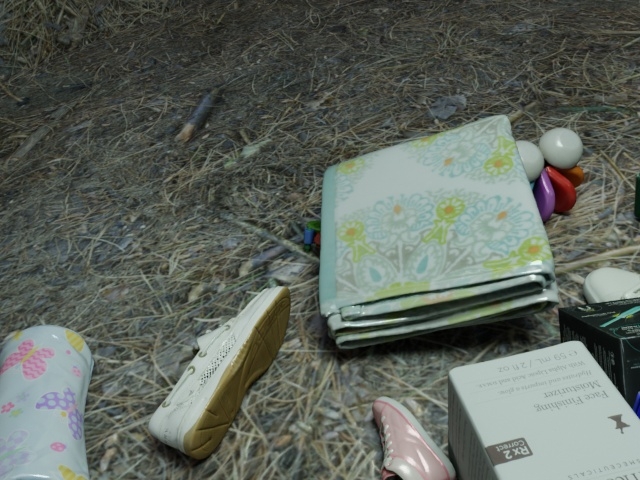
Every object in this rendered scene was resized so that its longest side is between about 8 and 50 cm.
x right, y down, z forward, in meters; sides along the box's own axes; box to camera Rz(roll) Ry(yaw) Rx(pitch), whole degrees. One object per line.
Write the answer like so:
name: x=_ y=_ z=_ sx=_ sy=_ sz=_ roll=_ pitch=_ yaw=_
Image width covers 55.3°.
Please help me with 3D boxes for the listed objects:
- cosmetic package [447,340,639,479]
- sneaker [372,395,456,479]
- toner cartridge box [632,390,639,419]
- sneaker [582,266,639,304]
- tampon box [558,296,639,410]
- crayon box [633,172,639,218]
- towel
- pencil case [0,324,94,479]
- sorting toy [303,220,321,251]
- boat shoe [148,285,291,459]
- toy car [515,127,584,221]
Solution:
cosmetic package: x=0.228 y=0.228 z=0.610 sx=0.152 sy=0.151 sz=0.183 roll=-13 pitch=36 yaw=-5
sneaker: x=0.086 y=0.240 z=0.705 sx=0.070 sy=0.050 sz=0.134 roll=-21 pitch=42 yaw=-26
toner cartridge box: x=0.386 y=0.290 z=0.486 sx=0.075 sy=0.165 sz=0.347 roll=-15 pitch=37 yaw=-10
sneaker: x=0.477 y=0.088 z=0.785 sx=0.106 sy=0.123 sz=0.290 roll=-28 pitch=39 yaw=-22
tampon box: x=0.367 y=0.134 z=0.705 sx=0.121 sy=0.101 sz=0.161 roll=-7 pitch=5 yaw=0
crayon box: x=0.743 y=-0.099 z=0.937 sx=0.363 sy=0.106 sz=0.313 roll=-35 pitch=43 yaw=-12
towel: x=0.157 y=-0.023 z=0.921 sx=0.321 sy=0.090 sz=0.374 roll=-13 pitch=45 yaw=15
pencil case: x=-0.344 y=0.225 z=0.753 sx=0.124 sy=0.113 sz=0.273 roll=-8 pitch=35 yaw=-17
sorting toy: x=0.000 y=0.000 z=1.070 sx=0.061 sy=0.042 sz=0.102 roll=1 pitch=22 yaw=-14
boat shoe: x=-0.131 y=0.154 z=0.823 sx=0.096 sy=0.098 sz=0.277 roll=12 pitch=41 yaw=23
toy car: x=0.375 y=-0.099 z=1.066 sx=0.182 sy=0.159 sz=0.136 roll=-19 pitch=74 yaw=-15
